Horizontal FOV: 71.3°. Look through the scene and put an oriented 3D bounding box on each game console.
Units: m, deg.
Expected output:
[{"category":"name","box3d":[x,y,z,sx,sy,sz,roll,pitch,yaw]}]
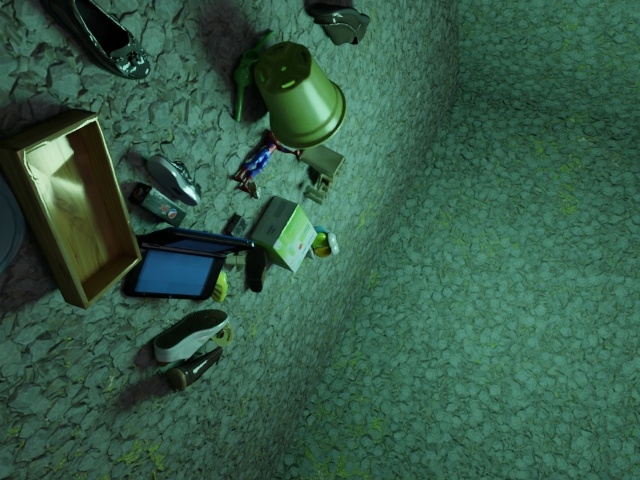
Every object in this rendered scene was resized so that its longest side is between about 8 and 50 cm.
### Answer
[{"category":"game console","box3d":[-0.376,0.079,1.304,0.293,0.250,0.173,11,74,-46]}]

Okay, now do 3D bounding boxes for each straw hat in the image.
[{"category":"straw hat","box3d":[-0.401,0.348,1.686,0.061,0.144,0.145,-30,166,21]}]

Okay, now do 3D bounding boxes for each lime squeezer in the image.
[{"category":"lime squeezer","box3d":[-0.210,-0.525,1.369,0.110,0.059,0.309,22,89,-65]}]

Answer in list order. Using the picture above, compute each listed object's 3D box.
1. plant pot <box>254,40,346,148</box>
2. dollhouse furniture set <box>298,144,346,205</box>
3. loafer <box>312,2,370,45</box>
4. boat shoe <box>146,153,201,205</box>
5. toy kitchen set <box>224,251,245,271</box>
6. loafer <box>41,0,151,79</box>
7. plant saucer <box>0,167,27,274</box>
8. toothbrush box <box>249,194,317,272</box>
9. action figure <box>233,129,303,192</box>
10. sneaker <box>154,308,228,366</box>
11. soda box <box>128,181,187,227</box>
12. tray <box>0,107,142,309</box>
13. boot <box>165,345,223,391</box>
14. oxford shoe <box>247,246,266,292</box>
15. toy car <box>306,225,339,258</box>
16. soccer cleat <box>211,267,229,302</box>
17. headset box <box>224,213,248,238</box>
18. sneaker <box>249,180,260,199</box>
[{"category":"plant pot","box3d":[-0.079,-0.470,1.405,0.275,0.276,0.254,-65,158,-8]},{"category":"dollhouse furniture set","box3d":[-0.004,-0.310,1.932,0.212,0.161,0.242,-60,177,-17]},{"category":"loafer","box3d":[0.086,-0.793,1.663,0.366,0.134,0.129,-27,133,-55]},{"category":"boat shoe","box3d":[-0.398,-0.181,1.250,0.228,0.080,0.075,56,42,-58]},{"category":"toy kitchen set","box3d":[-0.326,0.071,1.666,0.083,0.075,0.068,133,-46,-57]},{"category":"loafer","box3d":[-0.445,-0.421,0.933,0.096,0.084,0.267,-65,156,-7]},{"category":"plant saucer","box3d":[-0.692,-0.014,0.815,0.317,0.044,0.317,-47,149,-40]},{"category":"toothbrush box","box3d":[-0.145,-0.020,1.847,0.206,0.122,0.283,-60,156,-16]},{"category":"action figure","box3d":[-0.169,-0.286,1.565,0.280,0.139,0.091,-61,156,-21]},{"category":"sneaker","box3d":[-0.450,0.336,1.553,0.290,0.106,0.122,-24,138,-45]},{"category":"soda box","box3d":[-0.447,-0.095,1.238,0.060,0.053,0.169,-63,155,-11]},{"category":"tray","box3d":[-0.544,-0.062,1.007,0.202,0.076,0.410,-58,155,-48]},{"category":"boot","box3d":[-0.436,0.437,1.579,0.207,0.090,0.248,-38,172,-31]},{"category":"oxford shoe","box3d":[-0.254,0.106,1.808,0.076,0.076,0.212,-76,177,-59]},{"category":"toy car","box3d":[0.000,0.000,2.165,0.182,0.159,0.136,70,12,-55]},{"category":"soccer cleat","box3d":[-0.383,0.105,1.526,0.121,0.093,0.288,-19,135,-28]},{"category":"headset box","box3d":[-0.304,-0.043,1.603,0.083,0.032,0.062,-61,155,-19]},{"category":"sneaker","box3d":[-0.238,-0.190,1.630,0.083,0.032,0.036,87,20,-51]}]
